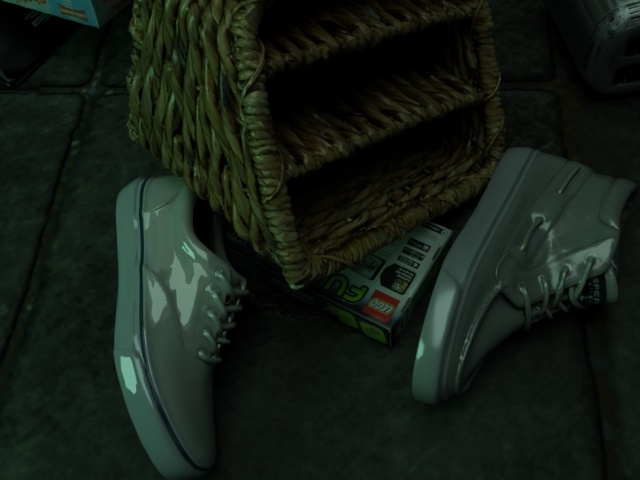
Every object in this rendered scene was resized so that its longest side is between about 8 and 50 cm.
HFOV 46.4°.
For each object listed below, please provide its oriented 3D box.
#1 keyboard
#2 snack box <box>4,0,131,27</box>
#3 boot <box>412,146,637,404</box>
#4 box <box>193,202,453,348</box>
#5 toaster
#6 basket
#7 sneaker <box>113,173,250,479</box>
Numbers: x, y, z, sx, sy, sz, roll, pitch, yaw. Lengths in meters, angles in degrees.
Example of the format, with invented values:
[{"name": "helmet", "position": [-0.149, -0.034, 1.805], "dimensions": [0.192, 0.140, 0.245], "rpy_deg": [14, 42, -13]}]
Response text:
[{"name": "keyboard", "position": [-0.339, -0.263, 0.887], "dimensions": [0.100, 0.038, 0.192], "rpy_deg": [34, 63, -1]}, {"name": "snack box", "position": [-0.333, -0.355, 0.875], "dimensions": [0.321, 0.060, 0.187], "rpy_deg": [20, 54, 20]}, {"name": "boot", "position": [0.172, 0.030, 0.595], "dimensions": [0.123, 0.095, 0.258], "rpy_deg": [17, 60, 24]}, {"name": "box", "position": [0.000, 0.000, 0.670], "dimensions": [0.207, 0.036, 0.114], "rpy_deg": [26, 64, 21]}, {"name": "toaster", "position": [0.323, -0.237, 0.734], "dimensions": [0.226, 0.129, 0.146], "rpy_deg": [-8, 59, -1]}, {"name": "basket", "position": [0.028, -0.144, 0.605], "dimensions": [0.299, 0.213, 0.223], "rpy_deg": [-25, 54, -40]}, {"name": "sneaker", "position": [-0.104, 0.054, 0.591], "dimensions": [0.091, 0.094, 0.258], "rpy_deg": [-18, 68, 14]}]
